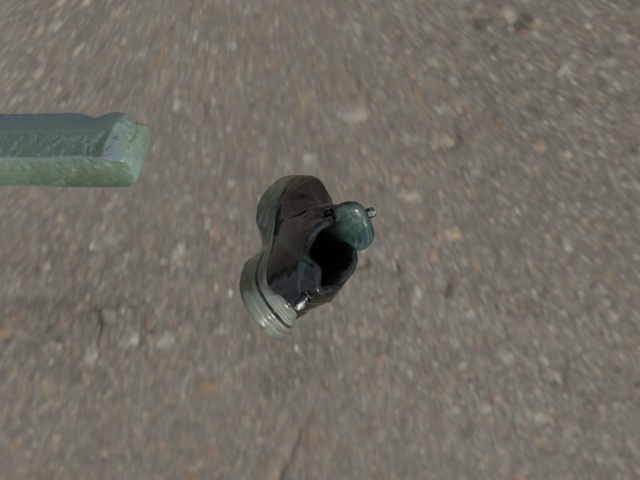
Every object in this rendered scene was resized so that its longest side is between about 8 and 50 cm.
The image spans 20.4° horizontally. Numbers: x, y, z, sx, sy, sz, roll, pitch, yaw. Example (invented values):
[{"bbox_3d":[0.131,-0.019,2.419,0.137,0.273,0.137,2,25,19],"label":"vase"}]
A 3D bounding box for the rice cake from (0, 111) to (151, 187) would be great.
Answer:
[{"bbox_3d":[-0.170,-0.049,0.920,0.180,0.042,0.030,1,143,23],"label":"rice cake"}]

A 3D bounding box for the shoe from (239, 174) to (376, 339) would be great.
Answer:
[{"bbox_3d":[0.000,0.000,1.385,0.099,0.169,0.071,-24,120,30],"label":"shoe"}]
